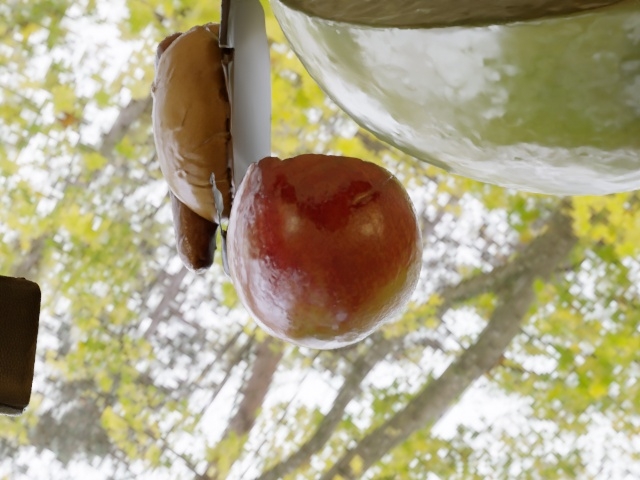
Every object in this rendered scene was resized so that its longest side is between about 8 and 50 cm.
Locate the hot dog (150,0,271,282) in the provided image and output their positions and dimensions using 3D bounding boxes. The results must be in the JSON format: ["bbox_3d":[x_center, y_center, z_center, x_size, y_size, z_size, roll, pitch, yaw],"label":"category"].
[{"bbox_3d":[-0.131,-0.109,1.381,0.107,0.326,0.194,3,177,16],"label":"hot dog"}]

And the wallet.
[{"bbox_3d":[-0.314,0.067,0.950,0.198,0.031,0.110,11,-113,-22],"label":"wallet"}]

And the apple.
[{"bbox_3d":[0.161,-0.177,0.757,0.311,0.320,0.360,18,-166,-33],"label":"apple"}]

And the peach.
[{"bbox_3d":[0.000,0.000,1.158,0.190,0.190,0.192,-47,-53,-58],"label":"peach"}]
